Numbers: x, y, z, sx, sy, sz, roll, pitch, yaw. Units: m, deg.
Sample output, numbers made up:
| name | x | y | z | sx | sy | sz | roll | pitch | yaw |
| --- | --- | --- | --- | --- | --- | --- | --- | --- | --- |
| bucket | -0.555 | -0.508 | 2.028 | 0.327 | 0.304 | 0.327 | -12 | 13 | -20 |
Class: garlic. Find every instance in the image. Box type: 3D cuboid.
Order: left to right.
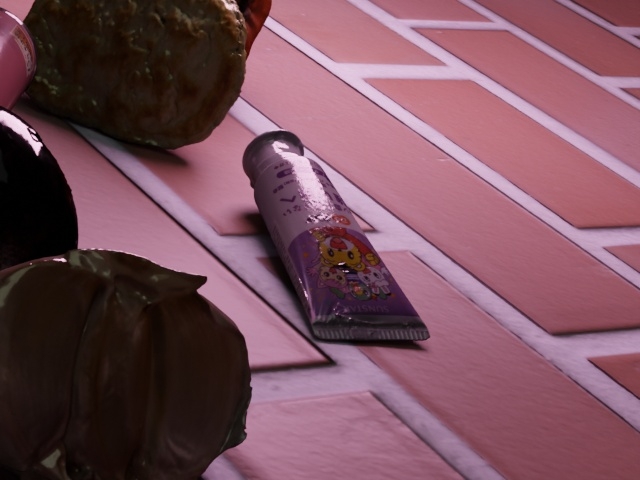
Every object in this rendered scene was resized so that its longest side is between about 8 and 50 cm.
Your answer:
| name | x | y | z | sx | sy | sz | roll | pitch | yaw |
| --- | --- | --- | --- | --- | --- | --- | --- | --- | --- |
| garlic | -0.172 | 0.100 | 1.347 | 0.229 | 0.178 | 0.142 | 19 | -17 | -41 |

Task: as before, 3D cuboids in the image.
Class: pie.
| name | x | y | z | sx | sy | sz | roll | pitch | yaw |
| --- | --- | --- | --- | --- | --- | --- | --- | --- | --- |
| pie | -0.192 | -0.204 | 1.995 | 0.248 | 0.201 | 0.090 | 21 | -3 | 13 |

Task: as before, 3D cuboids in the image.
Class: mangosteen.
| name | x | y | z | sx | sy | sz | roll | pitch | yaw |
| --- | --- | --- | --- | --- | --- | --- | --- | --- | --- |
| mangosteen | -0.301 | 0.002 | 1.406 | 0.211 | 0.211 | 0.250 | 24 | 34 | 20 |

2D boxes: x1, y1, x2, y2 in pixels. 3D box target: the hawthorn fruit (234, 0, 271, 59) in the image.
| name | x | y | z | sx | sy | sz | roll | pitch | yaw |
| --- | --- | --- | --- | --- | --- | --- | --- | --- | --- |
| hawthorn fruit | -0.191 | -0.281 | 2.156 | 0.262 | 0.211 | 0.210 | 13 | 16 | 39 |

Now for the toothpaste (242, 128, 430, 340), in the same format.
| name | x | y | z | sx | sy | sz | roll | pitch | yaw |
| --- | --- | --- | --- | --- | --- | --- | --- | --- | --- |
| toothpaste | 0.000 | 0.000 | 1.779 | 0.114 | 0.073 | 0.299 | 3 | 33 | -25 |

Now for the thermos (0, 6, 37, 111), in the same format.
| name | x | y | z | sx | sy | sz | roll | pitch | yaw |
| --- | --- | --- | --- | --- | --- | --- | --- | --- | --- |
| thermos | -0.366 | -0.131 | 1.784 | 0.136 | 0.110 | 0.330 | 15 | 23 | -2 |
